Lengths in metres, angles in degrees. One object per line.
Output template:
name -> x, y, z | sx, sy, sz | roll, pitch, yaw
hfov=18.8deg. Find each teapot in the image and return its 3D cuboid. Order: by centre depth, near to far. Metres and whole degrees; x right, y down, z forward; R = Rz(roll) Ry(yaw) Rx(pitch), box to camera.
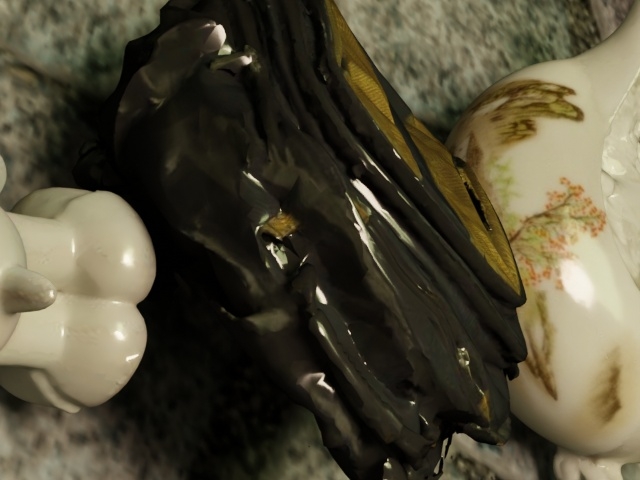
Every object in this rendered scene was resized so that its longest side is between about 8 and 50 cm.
teapot -> 0.150, 0.015, 0.947 | 0.204, 0.139, 0.298 | 14, 60, -45

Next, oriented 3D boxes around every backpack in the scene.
backpack -> 0.000, 0.000, 0.765 | 0.206, 0.133, 0.258 | 45, 8, -25

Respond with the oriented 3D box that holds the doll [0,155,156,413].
doll -> -0.184, -0.022, 0.635 | 0.271, 0.144, 0.208 | -13, 100, -46
